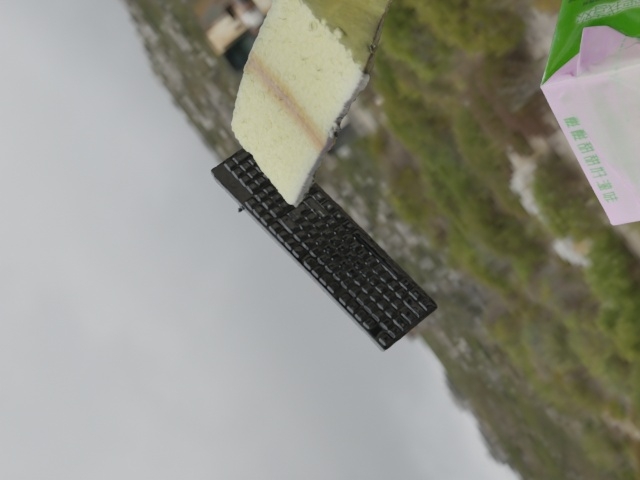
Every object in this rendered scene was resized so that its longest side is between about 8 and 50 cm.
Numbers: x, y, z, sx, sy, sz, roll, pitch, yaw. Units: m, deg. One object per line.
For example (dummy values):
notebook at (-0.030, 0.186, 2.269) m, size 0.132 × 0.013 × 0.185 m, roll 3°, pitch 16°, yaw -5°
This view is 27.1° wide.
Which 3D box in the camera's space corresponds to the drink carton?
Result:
drink carton at (0.266, -0.165, 1.038) m, size 0.161 × 0.108 × 0.271 m, roll 54°, pitch -140°, yaw -35°

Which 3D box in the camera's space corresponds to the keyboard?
keyboard at (0.000, 0.000, 1.585) m, size 0.309 × 0.101 × 0.018 m, roll 46°, pitch 155°, yaw 15°

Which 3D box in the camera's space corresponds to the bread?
bread at (0.030, -0.167, 1.317) m, size 0.135 × 0.178 × 0.240 m, roll 51°, pitch 145°, yaw 16°
